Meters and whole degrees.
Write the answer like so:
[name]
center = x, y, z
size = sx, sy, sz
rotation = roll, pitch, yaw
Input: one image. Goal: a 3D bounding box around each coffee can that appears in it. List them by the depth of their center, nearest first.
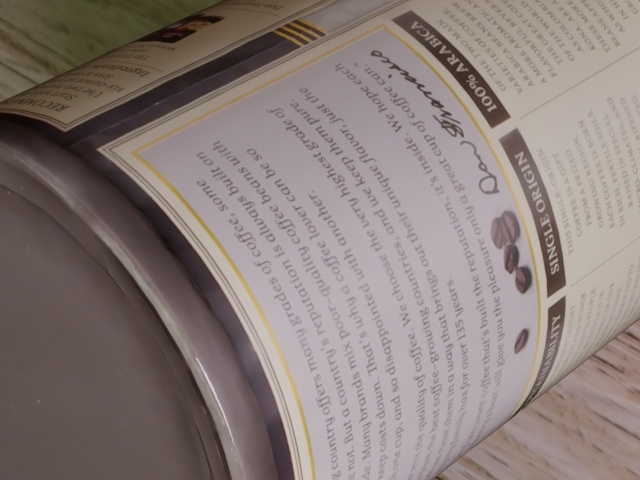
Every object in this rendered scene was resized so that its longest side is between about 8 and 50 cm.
[coffee can]
center = 0.000, 0.000, 0.651
size = 0.201, 0.275, 0.201
rotation = 28, 133, 35
